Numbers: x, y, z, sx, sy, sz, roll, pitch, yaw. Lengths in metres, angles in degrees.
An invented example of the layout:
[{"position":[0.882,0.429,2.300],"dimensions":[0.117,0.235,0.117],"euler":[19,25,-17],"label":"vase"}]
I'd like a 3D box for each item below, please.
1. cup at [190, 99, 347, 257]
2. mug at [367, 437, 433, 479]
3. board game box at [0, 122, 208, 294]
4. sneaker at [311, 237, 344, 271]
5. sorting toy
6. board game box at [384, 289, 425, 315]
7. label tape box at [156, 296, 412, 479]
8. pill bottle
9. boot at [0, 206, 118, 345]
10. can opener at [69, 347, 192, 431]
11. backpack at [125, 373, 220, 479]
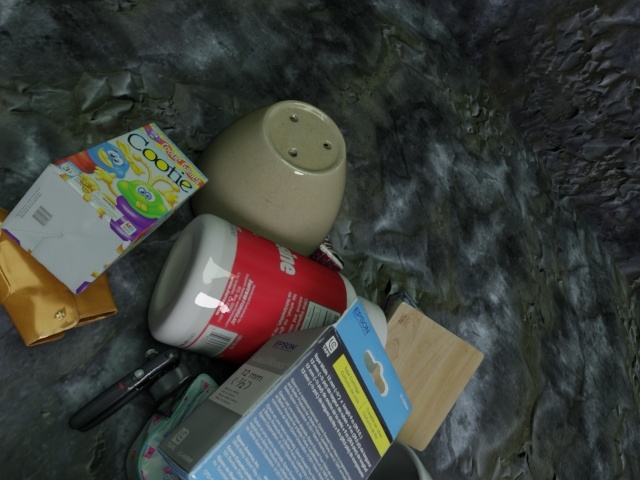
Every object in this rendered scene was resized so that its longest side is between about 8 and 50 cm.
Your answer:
[{"position":[-0.078,-0.142,0.949],"dimensions":[0.330,0.237,0.331],"euler":[12,61,-22],"label":"cup"},{"position":[0.125,0.576,0.761],"dimensions":[0.328,0.276,0.374],"euler":[59,10,-16],"label":"mug"},{"position":[-0.323,-0.065,0.751],"dimensions":[0.142,0.144,0.275],"euler":[47,24,-13],"label":"board game box"},{"position":[0.000,0.000,1.102],"dimensions":[0.170,0.063,0.075],"euler":[43,55,-9],"label":"sneaker"},{"position":[0.184,0.288,1.031],"dimensions":[0.255,0.089,0.257],"euler":[34,89,-20],"label":"sorting toy"},{"position":[0.210,0.259,1.157],"dimensions":[0.194,0.060,0.194],"euler":[50,49,-10],"label":"board game box"},{"position":[-0.028,0.285,0.716],"dimensions":[0.347,0.115,0.249],"euler":[-41,114,-36],"label":"label tape box"},{"position":[-0.081,0.130,0.865],"dimensions":[0.407,0.229,0.229],"euler":[26,56,-28],"label":"pill bottle"},{"position":[-0.457,0.053,0.675],"dimensions":[0.295,0.104,0.211],"euler":[-8,70,-47],"label":"boot"},{"position":[-0.295,0.231,0.722],"dimensions":[0.186,0.059,0.073],"euler":[-28,52,-18],"label":"can opener"},{"position":[-0.201,0.329,0.740],"dimensions":[0.166,0.144,0.188],"euler":[51,55,-15],"label":"backpack"}]
